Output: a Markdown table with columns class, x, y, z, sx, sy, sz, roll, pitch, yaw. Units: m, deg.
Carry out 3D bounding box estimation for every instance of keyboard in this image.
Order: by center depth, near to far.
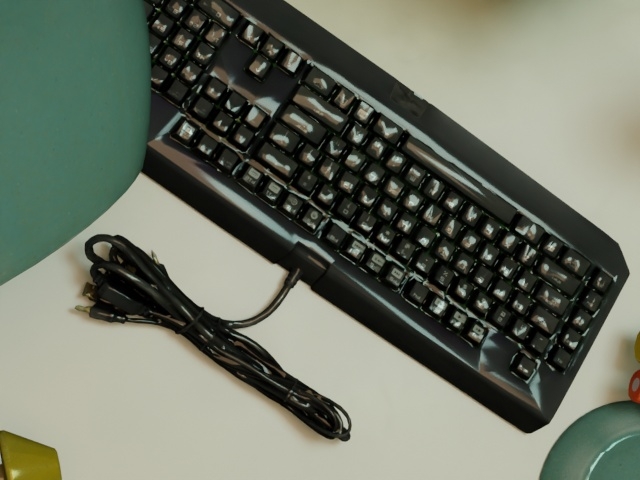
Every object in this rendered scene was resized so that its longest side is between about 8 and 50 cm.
| class | x | y | z | sx | sy | sz | roll | pitch | yaw |
| --- | --- | --- | --- | --- | --- | --- | --- | --- | --- |
| keyboard | 0.000 | 0.000 | 0.816 | 0.317 | 0.033 | 0.201 | 34 | 77 | -8 |

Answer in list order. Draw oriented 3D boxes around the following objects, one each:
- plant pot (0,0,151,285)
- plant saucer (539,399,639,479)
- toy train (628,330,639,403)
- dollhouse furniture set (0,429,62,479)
| class | x | y | z | sx | sy | sz | roll | pitch | yaw |
| --- | --- | --- | --- | --- | --- | --- | --- | --- | --- |
| plant pot | -0.206 | -0.092 | 0.651 | 0.293 | 0.293 | 0.235 | -33 | 109 | -16 |
| plant saucer | 0.178 | 0.148 | 0.848 | 0.119 | 0.021 | 0.119 | 2 | 83 | -14 |
| toy train | 0.250 | 0.064 | 0.853 | 0.166 | 0.046 | 0.125 | -35 | 88 | -26 |
| dollhouse furniture set | -0.076 | 0.243 | 0.633 | 0.198 | 0.286 | 0.303 | -8 | 97 | -15 |
